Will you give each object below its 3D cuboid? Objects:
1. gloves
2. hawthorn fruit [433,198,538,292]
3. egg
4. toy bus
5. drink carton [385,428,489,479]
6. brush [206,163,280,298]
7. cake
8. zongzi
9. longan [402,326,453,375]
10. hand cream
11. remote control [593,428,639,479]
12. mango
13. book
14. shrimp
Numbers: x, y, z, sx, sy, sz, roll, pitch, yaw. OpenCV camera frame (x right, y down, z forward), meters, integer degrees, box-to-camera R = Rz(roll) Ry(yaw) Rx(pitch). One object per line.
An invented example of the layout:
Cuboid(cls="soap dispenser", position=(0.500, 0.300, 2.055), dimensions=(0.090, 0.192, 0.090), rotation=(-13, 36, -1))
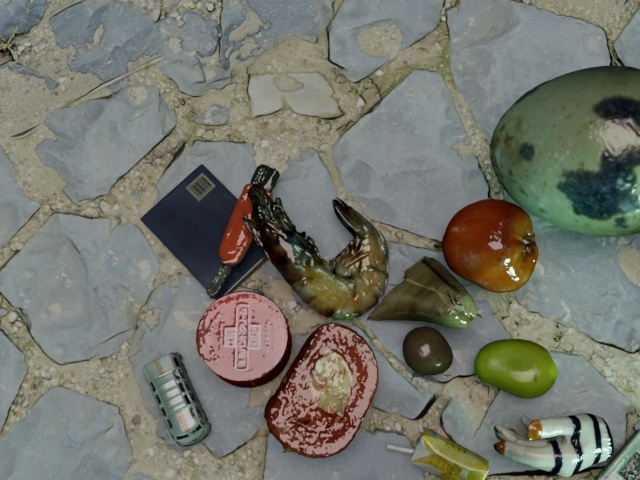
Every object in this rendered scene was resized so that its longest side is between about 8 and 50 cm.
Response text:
Cuboid(cls="gloves", position=(0.450, 0.403, 1.688), dimensions=(0.218, 0.140, 0.131), rotation=(-13, 81, -9))
Cuboid(cls="hawthorn fruit", position=(0.337, 0.009, 1.810), dimensions=(0.225, 0.196, 0.197), rotation=(1, 70, 34))
Cuboid(cls="egg", position=(0.562, -0.183, 1.753), dimensions=(0.428, 0.345, 0.345), rotation=(10, 73, 14))
Cuboid(cls="toy bus", position=(-0.298, 0.326, 1.776), dimensions=(0.087, 0.089, 0.194), rotation=(-26, 74, -5))
Cuboid(cls="drink carton", position=(0.234, 0.428, 1.721), dimensions=(0.200, 0.084, 0.075), rotation=(26, 99, 10))
Cuboid(cls="brush", position=(-0.173, -0.020, 1.873), dimensions=(0.070, 0.051, 0.323), rotation=(24, 72, 2))
Cuboid(cls="cake", position=(0.008, 0.309, 1.738), dimensions=(0.177, 0.151, 0.283), rotation=(32, 77, 0))
Cuboid(cls="zongzi", position=(0.206, 0.142, 1.779), dimensions=(0.197, 0.099, 0.194), rotation=(-39, 34, -2))
Cuboid(cls="longan", position=(0.222, 0.227, 1.779), dimensions=(0.113, 0.092, 0.113), rotation=(19, 35, -14))
Cuboid(cls="hand cream", position=(-0.154, 0.207, 1.787), dimensions=(0.193, 0.125, 0.193), rotation=(-1, 72, 3))
Cuboid(cls="remote control", position=(0.572, 0.539, 1.683), dimensions=(0.145, 0.050, 0.344), rotation=(41, 79, 14))
Cuboid(cls="mango", position=(0.400, 0.254, 1.759), dimensions=(0.163, 0.089, 0.117), rotation=(23, 75, 10))
Cuboid(cls="book", position=(-0.243, -0.019, 1.914), dimensions=(0.191, 0.025, 0.269), rotation=(-44, 76, -9))
Cuboid(cls="shrimp", position=(0.000, 0.000, 1.844), dimensions=(0.233, 0.071, 0.365), rotation=(-38, 89, -14))
